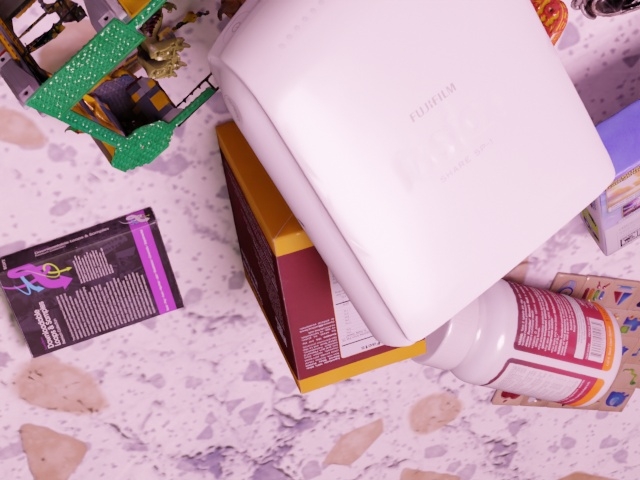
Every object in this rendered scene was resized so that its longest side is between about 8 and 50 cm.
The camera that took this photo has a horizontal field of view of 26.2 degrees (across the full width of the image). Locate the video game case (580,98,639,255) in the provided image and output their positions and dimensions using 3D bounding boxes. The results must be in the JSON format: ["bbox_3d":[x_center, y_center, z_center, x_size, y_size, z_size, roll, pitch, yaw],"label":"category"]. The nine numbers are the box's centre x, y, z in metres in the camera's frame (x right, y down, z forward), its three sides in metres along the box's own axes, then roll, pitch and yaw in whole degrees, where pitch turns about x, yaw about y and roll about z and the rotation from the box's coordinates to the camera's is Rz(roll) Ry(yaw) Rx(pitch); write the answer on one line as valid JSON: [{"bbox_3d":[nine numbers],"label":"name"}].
[{"bbox_3d":[0.385,-0.107,1.394,0.269,0.061,0.244,-31,160,3],"label":"video game case"}]

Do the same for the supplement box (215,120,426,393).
[{"bbox_3d":[0.000,0.000,1.301,0.129,0.191,0.194,-17,130,-10],"label":"supplement box"}]

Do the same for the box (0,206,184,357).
[{"bbox_3d":[-0.226,0.042,1.353,0.162,0.029,0.116,-19,130,-8],"label":"box"}]

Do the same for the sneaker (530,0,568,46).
[{"bbox_3d":[0.187,-0.165,1.347,0.067,0.064,0.175,0,134,-46],"label":"sneaker"}]

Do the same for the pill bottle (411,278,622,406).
[{"bbox_3d":[0.210,0.106,1.510,0.221,0.121,0.121,15,119,-25],"label":"pill bottle"}]

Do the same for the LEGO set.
[{"bbox_3d":[-0.149,-0.231,1.112,0.331,0.192,0.255,-44,159,18],"label":"LEGO set"}]

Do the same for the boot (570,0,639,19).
[{"bbox_3d":[0.200,-0.261,1.138,0.263,0.229,0.091,-18,134,12],"label":"boot"}]

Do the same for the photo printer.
[{"bbox_3d":[0.073,-0.106,1.101,0.256,0.107,0.307,-37,114,-12],"label":"photo printer"}]

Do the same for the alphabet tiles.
[{"bbox_3d":[0.343,0.128,1.659,0.237,0.009,0.198,6,123,-26],"label":"alphabet tiles"}]
